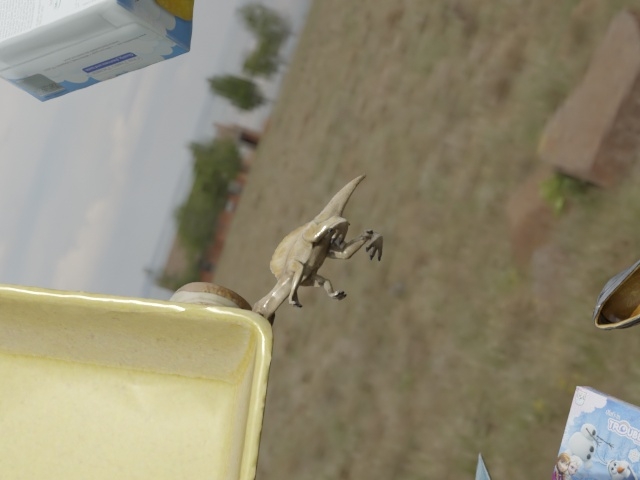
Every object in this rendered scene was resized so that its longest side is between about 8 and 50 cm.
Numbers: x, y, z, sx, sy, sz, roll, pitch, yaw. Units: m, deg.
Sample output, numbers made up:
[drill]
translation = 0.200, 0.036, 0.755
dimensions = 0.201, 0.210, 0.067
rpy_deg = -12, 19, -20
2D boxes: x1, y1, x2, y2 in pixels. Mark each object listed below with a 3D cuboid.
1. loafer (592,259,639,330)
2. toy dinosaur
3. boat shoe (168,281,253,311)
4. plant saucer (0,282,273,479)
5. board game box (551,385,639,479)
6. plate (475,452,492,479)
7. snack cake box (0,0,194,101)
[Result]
[loafer]
translation = 0.307, 0.029, 1.422
dimensions = 0.170, 0.062, 0.061
rpy_deg = -47, -8, 36
[toy dinosaur]
translation = 0.000, 0.000, 1.268
dimensions = 0.092, 0.053, 0.183
rpy_deg = 1, 51, 51
[boat shoe]
translation = -0.157, 0.202, 1.666
dimensions = 0.123, 0.123, 0.342
rpy_deg = -81, 14, -53
[plant saucer]
translation = -0.187, 0.199, 1.083
dimensions = 0.081, 0.333, 0.333
rpy_deg = 21, -104, -67
[board game box]
translation = 0.243, 0.178, 1.363
dimensions = 0.090, 0.020, 0.090
rpy_deg = 20, 99, 46
[plate]
translation = 0.217, 0.346, 1.949
dimensions = 0.188, 0.024, 0.188
rpy_deg = -22, -90, -86
[snack cake box]
translation = -0.174, -0.254, 1.233
dimensions = 0.152, 0.089, 0.264
rpy_deg = -14, 62, 33
